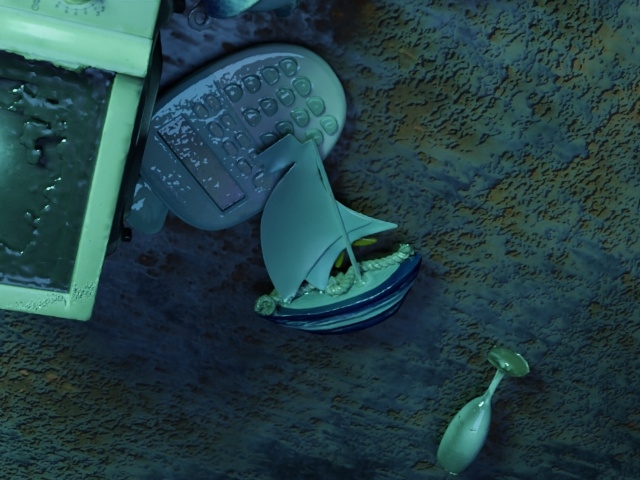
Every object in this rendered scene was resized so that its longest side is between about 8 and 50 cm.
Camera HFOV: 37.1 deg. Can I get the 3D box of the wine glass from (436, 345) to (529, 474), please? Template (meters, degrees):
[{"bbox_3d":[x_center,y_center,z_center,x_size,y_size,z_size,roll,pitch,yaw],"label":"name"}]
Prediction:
[{"bbox_3d":[0.225,0.244,1.349,0.066,0.066,0.198,12,121,-16],"label":"wine glass"}]

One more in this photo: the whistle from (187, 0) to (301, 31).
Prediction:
[{"bbox_3d":[-0.020,-0.341,0.913,0.142,0.134,0.346,34,102,-22],"label":"whistle"}]

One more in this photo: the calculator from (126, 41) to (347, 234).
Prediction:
[{"bbox_3d":[-0.107,-0.110,1.086,0.295,0.042,0.184,-32,121,8],"label":"calculator"}]

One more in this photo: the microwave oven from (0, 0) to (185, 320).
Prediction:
[{"bbox_3d":[-0.262,-0.146,0.893,0.218,0.286,0.355,10,119,-16],"label":"microwave oven"}]

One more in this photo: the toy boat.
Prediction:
[{"bbox_3d":[0.000,0.000,1.136,0.220,0.067,0.291,-20,130,3],"label":"toy boat"}]
